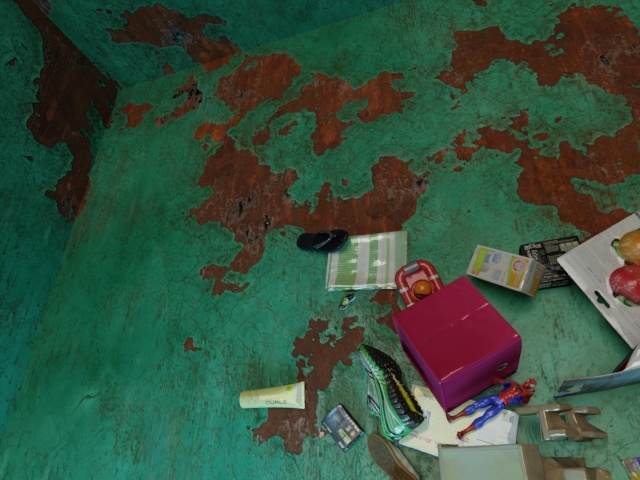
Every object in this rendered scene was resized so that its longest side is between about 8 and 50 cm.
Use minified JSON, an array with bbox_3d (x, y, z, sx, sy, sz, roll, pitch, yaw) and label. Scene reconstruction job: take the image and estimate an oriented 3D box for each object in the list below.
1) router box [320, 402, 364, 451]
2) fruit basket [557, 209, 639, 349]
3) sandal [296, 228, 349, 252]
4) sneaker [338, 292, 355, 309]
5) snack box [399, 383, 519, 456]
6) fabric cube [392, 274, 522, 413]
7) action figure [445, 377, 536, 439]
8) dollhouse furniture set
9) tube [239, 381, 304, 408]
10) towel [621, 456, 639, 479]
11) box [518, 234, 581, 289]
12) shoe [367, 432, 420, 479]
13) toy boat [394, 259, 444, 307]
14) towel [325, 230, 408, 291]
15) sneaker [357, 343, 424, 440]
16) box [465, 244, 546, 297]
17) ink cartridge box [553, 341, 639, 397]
[{"bbox_3d":[0.073,0.624,1.425,0.092,0.038,0.122,-44,56,-5],"label":"router box"},{"bbox_3d":[0.968,0.100,1.279,0.353,0.165,0.327,-34,65,6],"label":"fruit basket"},{"bbox_3d":[-0.001,0.001,1.755,0.255,0.054,0.097,-6,61,34],"label":"sandal"},{"bbox_3d":[0.097,0.230,1.634,0.083,0.035,0.031,-46,56,-7],"label":"sneaker"},{"bbox_3d":[0.419,0.577,1.299,0.322,0.060,0.187,8,64,25],"label":"snack box"},{"bbox_3d":[0.409,0.317,1.294,0.258,0.254,0.259,-28,47,-5],"label":"fabric cube"},{"bbox_3d":[0.503,0.458,1.224,0.281,0.139,0.091,-26,49,-6],"label":"action figure"},{"bbox_3d":[0.541,0.619,1.093,0.256,0.395,0.361,-36,45,49],"label":"dollhouse furniture set"},{"bbox_3d":[-0.173,0.567,1.546,0.240,0.062,0.069,-8,100,12],"label":"tube"},{"bbox_3d":[0.860,0.610,1.135,0.083,0.009,0.060,-17,57,13],"label":"towel"},{"bbox_3d":[0.776,0.077,1.422,0.180,0.077,0.147,-12,60,16],"label":"box"},{"bbox_3d":[0.229,0.691,1.321,0.219,0.058,0.076,42,103,37],"label":"shoe"},{"bbox_3d":[0.355,0.176,1.476,0.151,0.151,0.231,-26,74,8],"label":"toy boat"},{"bbox_3d":[0.182,0.081,1.683,0.325,0.038,0.247,-6,60,19],"label":"towel"},{"bbox_3d":[0.190,0.479,1.383,0.146,0.134,0.343,-51,32,19],"label":"sneaker"},{"bbox_3d":[0.609,0.099,1.405,0.203,0.103,0.114,22,91,54],"label":"box"},{"bbox_3d":[0.820,0.320,1.132,0.385,0.308,0.091,-17,58,14],"label":"ink cartridge box"}]
